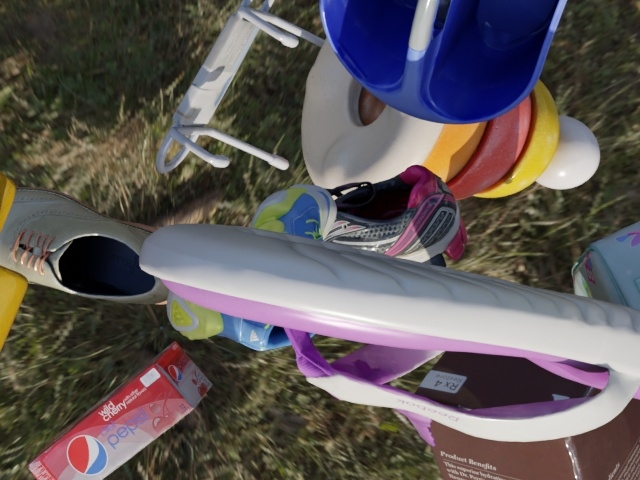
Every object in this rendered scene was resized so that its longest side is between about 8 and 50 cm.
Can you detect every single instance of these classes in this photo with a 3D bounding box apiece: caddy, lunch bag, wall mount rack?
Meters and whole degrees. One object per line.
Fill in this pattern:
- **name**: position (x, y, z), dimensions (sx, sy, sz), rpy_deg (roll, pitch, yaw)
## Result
- **caddy**: position (0.130, -0.269, 1.219), dimensions (0.241, 0.341, 0.179), rpy_deg (22, 50, 10)
- **lunch bag**: position (0.372, 0.120, 1.308), dimensions (0.108, 0.224, 0.279), rpy_deg (-23, 77, -3)
- **wall mount rack**: position (-0.092, -0.224, 1.839), dimensions (0.130, 0.304, 0.350), rpy_deg (33, 103, 10)

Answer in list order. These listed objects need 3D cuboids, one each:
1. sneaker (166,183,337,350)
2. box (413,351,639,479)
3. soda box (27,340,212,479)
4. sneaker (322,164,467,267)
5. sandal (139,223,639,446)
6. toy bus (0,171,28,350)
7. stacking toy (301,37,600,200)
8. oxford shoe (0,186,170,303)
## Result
- **sneaker**: position (-0.025, 0.033, 1.115), dimensions (0.126, 0.091, 0.240), rpy_deg (23, 40, 24)
- **box**: position (0.222, 0.184, 1.197), dimensions (0.167, 0.168, 0.203), rpy_deg (-47, 129, -35)
- **soda box**: position (-0.277, 0.254, 1.697), dimensions (0.263, 0.092, 0.083), rpy_deg (-38, 96, 19)
- **sneaker**: position (0.000, 0.000, 1.315), dimensions (0.299, 0.112, 0.121), rpy_deg (-21, 46, 7)
- **sandal**: position (0.092, 0.072, 0.699), dimensions (0.416, 0.169, 0.102), rpy_deg (12, 89, -32)
- **toy bus**: position (-0.313, 0.092, 0.882), dimensions (0.108, 0.130, 0.333), rpy_deg (31, 77, -45)
- **stacking toy**: position (0.243, -0.167, 1.873), dimensions (0.480, 0.350, 0.351), rpy_deg (17, 83, -31)
- **oxford shoe**: position (-0.381, 0.003, 1.764), dimensions (0.397, 0.146, 0.140), rpy_deg (9, 94, 10)
